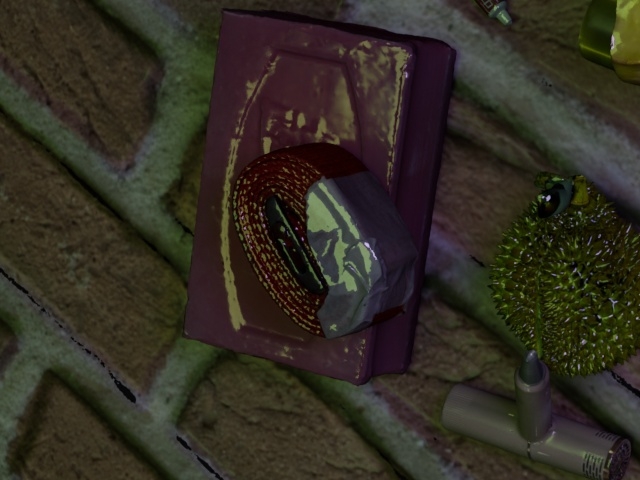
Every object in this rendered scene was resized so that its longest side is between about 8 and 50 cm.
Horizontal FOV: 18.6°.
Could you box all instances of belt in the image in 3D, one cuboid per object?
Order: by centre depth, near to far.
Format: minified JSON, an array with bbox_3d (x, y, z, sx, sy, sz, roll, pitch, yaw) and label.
[{"bbox_3d":[0.000,0.000,1.910,0.128,0.124,0.201,-37,80,27],"label":"belt"}]

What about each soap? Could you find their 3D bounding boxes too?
[{"bbox_3d":[-0.005,-0.049,2.046,0.233,0.128,0.360,13,103,26],"label":"soap"}]

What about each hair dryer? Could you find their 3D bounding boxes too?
[{"bbox_3d":[0.187,0.155,1.917,0.195,0.220,0.054,16,69,30],"label":"hair dryer"}]

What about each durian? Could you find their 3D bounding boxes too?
[{"bbox_3d":[0.247,0.035,1.900,0.159,0.146,0.198,-34,74,48],"label":"durian"}]

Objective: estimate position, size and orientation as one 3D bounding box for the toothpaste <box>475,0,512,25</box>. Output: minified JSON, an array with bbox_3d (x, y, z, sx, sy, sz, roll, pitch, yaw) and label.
[{"bbox_3d":[0.150,-0.270,1.988,0.037,0.021,0.140,-45,71,22],"label":"toothpaste"}]

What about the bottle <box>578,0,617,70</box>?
[{"bbox_3d":[0.383,-0.158,1.826,0.286,0.082,0.082,25,108,26],"label":"bottle"}]

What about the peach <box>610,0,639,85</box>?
[{"bbox_3d":[0.386,-0.315,1.676,0.242,0.306,0.380,2,91,24],"label":"peach"}]
